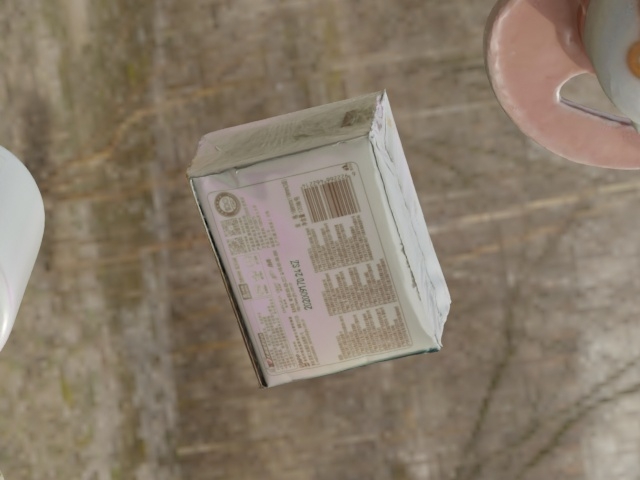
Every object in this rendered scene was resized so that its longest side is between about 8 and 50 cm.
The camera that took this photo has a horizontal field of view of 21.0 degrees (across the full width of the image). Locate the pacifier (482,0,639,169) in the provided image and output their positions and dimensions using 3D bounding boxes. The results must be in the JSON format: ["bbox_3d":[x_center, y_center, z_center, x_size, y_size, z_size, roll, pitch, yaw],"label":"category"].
[{"bbox_3d":[0.249,-0.193,1.187,0.273,0.220,0.332,47,-50,27],"label":"pacifier"}]

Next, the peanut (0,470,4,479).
[{"bbox_3d":[-0.336,0.132,1.146,0.174,0.340,0.158,-18,141,-59],"label":"peanut"}]

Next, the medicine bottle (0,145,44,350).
[{"bbox_3d":[-0.339,0.032,1.482,0.293,0.170,0.170,-91,171,-63],"label":"medicine bottle"}]

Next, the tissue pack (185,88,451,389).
[{"bbox_3d":[0.000,0.000,1.587,0.124,0.185,0.225,-70,145,-62],"label":"tissue pack"}]
